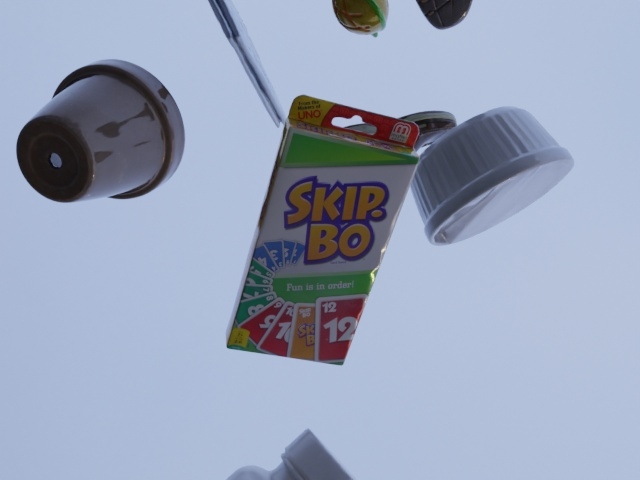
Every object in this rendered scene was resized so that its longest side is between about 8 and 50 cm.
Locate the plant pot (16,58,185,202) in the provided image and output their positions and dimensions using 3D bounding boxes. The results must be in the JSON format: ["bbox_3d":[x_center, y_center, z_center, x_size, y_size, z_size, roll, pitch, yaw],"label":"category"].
[{"bbox_3d":[-0.407,-0.174,1.282,0.263,0.229,0.263,7,-66,16],"label":"plant pot"}]

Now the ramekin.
[{"bbox_3d":[0.273,-0.111,1.218,0.273,0.273,0.127,-37,-108,28],"label":"ramekin"}]

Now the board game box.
[{"bbox_3d":[0.000,0.000,0.686,0.124,0.039,0.259,11,-67,-15],"label":"board game box"}]

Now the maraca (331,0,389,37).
[{"bbox_3d":[0.075,-0.447,1.398,0.127,0.186,0.099,45,-90,0],"label":"maraca"}]

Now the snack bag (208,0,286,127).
[{"bbox_3d":[-0.183,-0.454,1.586,0.037,0.323,0.343,-26,-118,5],"label":"snack bag"}]

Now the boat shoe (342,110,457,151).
[{"bbox_3d":[0.157,-0.187,1.445,0.257,0.095,0.095,-12,-110,-9],"label":"boat shoe"}]

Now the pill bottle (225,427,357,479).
[{"bbox_3d":[-0.059,0.258,0.565,0.221,0.124,0.124,-42,-104,-9],"label":"pill bottle"}]

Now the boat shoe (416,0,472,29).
[{"bbox_3d":[0.192,-0.531,1.249,0.123,0.116,0.324,-12,-70,7],"label":"boat shoe"}]
